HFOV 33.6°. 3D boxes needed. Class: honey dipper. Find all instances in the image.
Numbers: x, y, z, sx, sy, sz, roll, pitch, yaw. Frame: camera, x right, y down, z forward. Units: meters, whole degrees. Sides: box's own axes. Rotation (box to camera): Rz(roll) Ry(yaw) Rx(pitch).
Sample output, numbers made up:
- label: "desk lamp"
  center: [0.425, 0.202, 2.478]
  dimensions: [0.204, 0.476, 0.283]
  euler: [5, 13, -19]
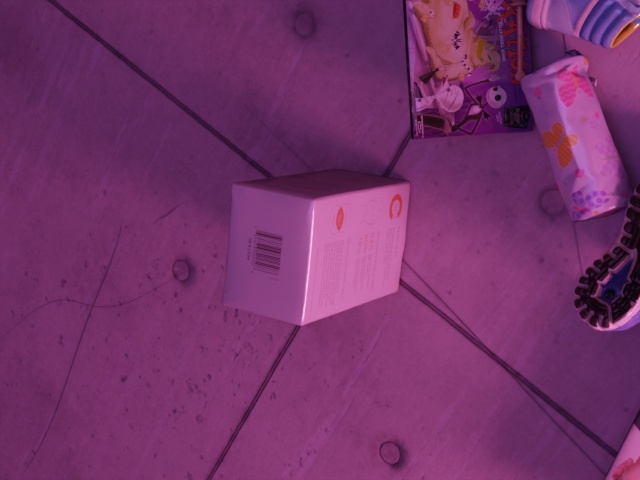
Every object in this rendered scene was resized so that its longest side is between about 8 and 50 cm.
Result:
- label: "honey dipper"
  center: [0.329, -0.345, 1.752]
  dimensions: [0.030, 0.030, 0.161]
  euler: [5, 101, 31]

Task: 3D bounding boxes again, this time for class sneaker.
- label: "sneaker"
  center: [0.471, -0.450, 1.647]
  dimensions: [0.208, 0.127, 0.319]
  euler: [32, 122, 26]
- label: "sneaker"
  center: [0.535, 0.008, 1.679]
  dimensions: [0.130, 0.147, 0.330]
  euler: [42, 98, 32]

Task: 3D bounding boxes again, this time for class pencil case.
- label: "pencil case"
  center: [0.420, -0.165, 1.721]
  dimensions: [0.113, 0.124, 0.273]
  euler: [-22, 85, 47]

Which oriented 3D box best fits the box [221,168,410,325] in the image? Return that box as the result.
- label: "box"
  center: [0.000, 0.000, 1.866]
  dimensions: [0.168, 0.345, 0.215]
  euler: [13, 103, 30]

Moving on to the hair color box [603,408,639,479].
- label: "hair color box"
  center: [0.582, 0.345, 1.704]
  dimensions: [0.173, 0.105, 0.347]
  euler: [29, 112, 25]

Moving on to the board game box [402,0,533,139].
- label: "board game box"
  center: [0.247, -0.350, 1.788]
  dimensions: [0.208, 0.056, 0.347]
  euler: [-5, 96, -2]
